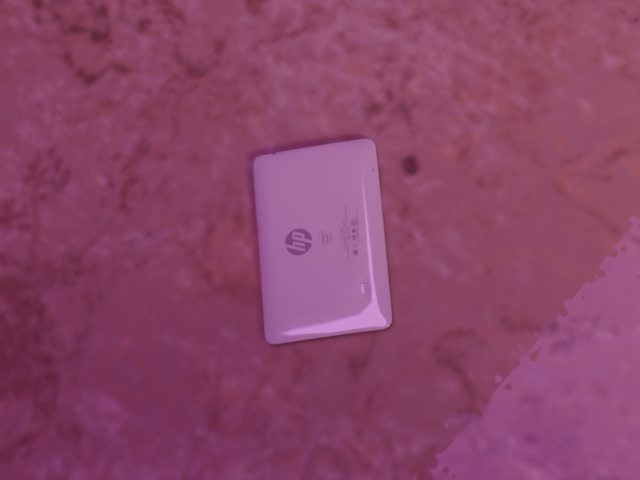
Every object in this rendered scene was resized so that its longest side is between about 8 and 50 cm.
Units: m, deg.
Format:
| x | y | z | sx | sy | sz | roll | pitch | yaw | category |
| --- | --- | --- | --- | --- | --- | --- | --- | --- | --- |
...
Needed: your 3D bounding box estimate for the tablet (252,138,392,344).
| x | y | z | sx | sy | sz | roll | pitch | yaw | category |
| --- | --- | --- | --- | --- | --- | --- | --- | --- | --- |
| 0.000 | 0.000 | 0.725 | 0.054 | 0.006 | 0.083 | -9 | 71 | 12 | tablet |
